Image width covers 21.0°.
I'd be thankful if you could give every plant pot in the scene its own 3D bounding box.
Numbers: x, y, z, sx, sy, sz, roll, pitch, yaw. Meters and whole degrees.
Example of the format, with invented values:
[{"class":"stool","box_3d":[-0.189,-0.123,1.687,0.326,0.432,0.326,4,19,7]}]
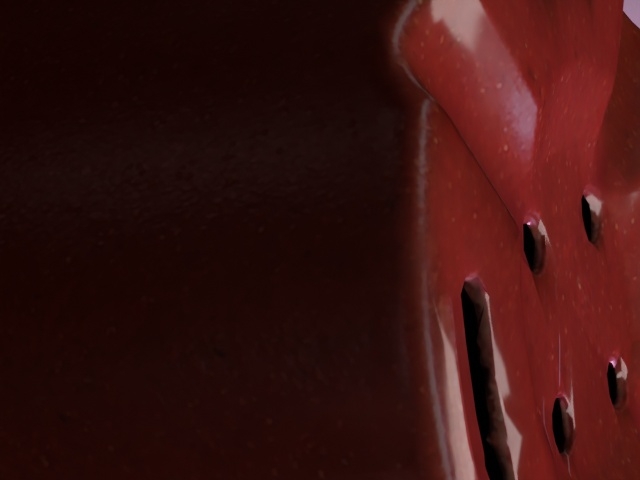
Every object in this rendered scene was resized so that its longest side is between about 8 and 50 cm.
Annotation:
[{"class":"plant pot","box_3d":[-0.050,0.031,0.446,0.272,0.265,0.272,21,66,-59]}]

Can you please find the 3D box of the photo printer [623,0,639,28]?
[{"class":"photo printer","box_3d":[0.140,-0.224,0.903,0.107,0.308,0.256,-163,-96,-84]}]
